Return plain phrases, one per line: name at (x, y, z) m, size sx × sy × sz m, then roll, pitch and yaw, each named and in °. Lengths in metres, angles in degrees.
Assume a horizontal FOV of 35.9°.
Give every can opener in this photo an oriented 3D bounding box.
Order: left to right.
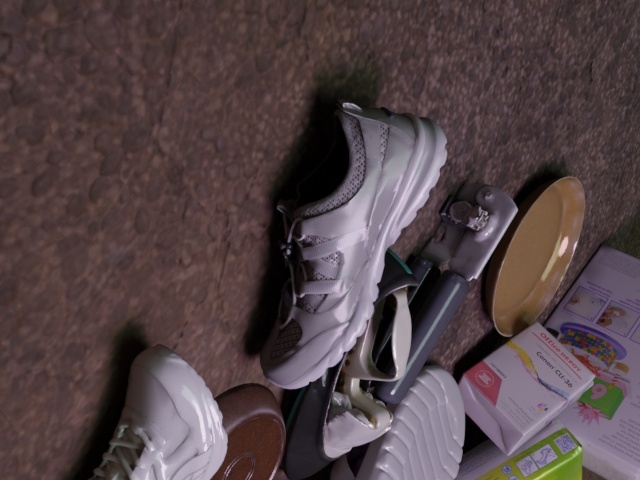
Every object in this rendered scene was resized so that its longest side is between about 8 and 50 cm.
can opener at (0.135, 0.058, 1.117) m, size 0.280 × 0.074 × 0.093 m, roll -56°, pitch 148°, yaw -11°

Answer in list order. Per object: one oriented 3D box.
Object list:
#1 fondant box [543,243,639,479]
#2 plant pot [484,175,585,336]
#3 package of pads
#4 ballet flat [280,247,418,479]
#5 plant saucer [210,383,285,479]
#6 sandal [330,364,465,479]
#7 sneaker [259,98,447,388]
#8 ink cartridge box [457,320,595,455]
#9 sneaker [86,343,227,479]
fondant box at (0.462, 0.189, 1.520) m, size 0.330 × 0.238 × 0.096 m, roll -48°, pitch 146°, yaw -23°
plant pot at (0.289, 0.018, 1.349) m, size 0.236 × 0.032 × 0.236 m, roll -33°, pitch 136°, yaw -38°
package of pads at (0.268, 0.393, 1.453) m, size 0.229 × 0.101 × 0.296 m, roll -28°, pitch 140°, yaw -9°
ballet flat at (0.032, 0.142, 1.007) m, size 0.095 × 0.096 × 0.280 m, roll -11°, pitch 121°, yaw -53°
plant saucer at (-0.088, 0.221, 0.957) m, size 0.168 × 0.029 × 0.168 m, roll -34°, pitch 137°, yaw -38°
sandal at (0.059, 0.296, 1.152) m, size 0.416 × 0.102 × 0.169 m, roll -53°, pitch 131°, yaw -45°
sneaker at (0.000, 0.000, 0.896) m, size 0.115 × 0.105 × 0.281 m, roll 21°, pitch 100°, yaw -24°
ink cartridge box at (0.292, 0.192, 1.362) m, size 0.198 × 0.115 × 0.067 m, roll -29°, pitch 153°, yaw -33°
sneaker at (-0.147, 0.195, 0.802) m, size 0.115 × 0.090 × 0.232 m, roll -21°, pitch 127°, yaw -43°
